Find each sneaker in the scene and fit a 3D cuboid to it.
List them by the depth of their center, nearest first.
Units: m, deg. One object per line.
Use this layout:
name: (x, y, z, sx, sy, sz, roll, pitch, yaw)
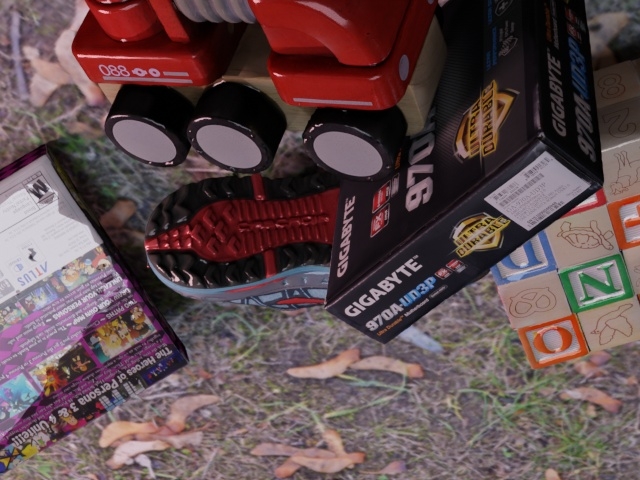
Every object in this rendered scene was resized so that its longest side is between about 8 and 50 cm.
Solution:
sneaker: (0.000, 0.000, 0.901, 0.262, 0.104, 0.125, 2, 166, -7)

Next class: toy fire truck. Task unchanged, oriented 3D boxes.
toy fire truck: (-0.052, -0.172, 0.680, 0.217, 0.158, 0.246, 6, 149, 25)

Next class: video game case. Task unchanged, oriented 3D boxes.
video game case: (-0.255, 0.070, 0.932, 0.232, 0.042, 0.210, -31, 113, 0)

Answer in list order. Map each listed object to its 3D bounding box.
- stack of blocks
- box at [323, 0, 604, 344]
stack of blocks: (0.254, -0.038, 0.791, 0.297, 0.087, 0.171, -18, 127, 13)
box: (0.084, -0.067, 0.723, 0.051, 0.220, 0.175, 34, 129, -22)
